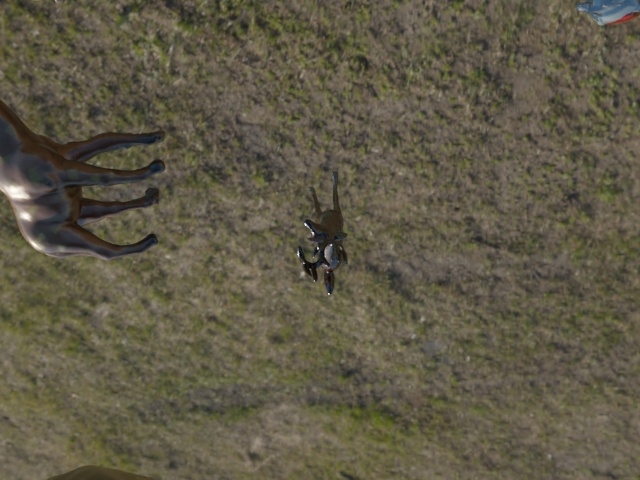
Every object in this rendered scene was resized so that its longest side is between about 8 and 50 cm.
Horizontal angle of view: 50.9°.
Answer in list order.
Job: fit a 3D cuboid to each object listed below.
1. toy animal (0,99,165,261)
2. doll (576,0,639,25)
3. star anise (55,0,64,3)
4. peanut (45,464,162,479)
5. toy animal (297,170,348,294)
[{"bbox_3d":[-0.248,-0.084,0.574,0.230,0.066,0.224,1,118,-19],"label":"toy animal"},{"bbox_3d":[0.488,-0.388,1.077,0.228,0.102,0.075,-18,117,-26],"label":"doll"},{"bbox_3d":[-0.091,-0.179,0.322,0.172,0.208,0.063,-22,132,1],"label":"star anise"},{"bbox_3d":[-0.071,0.232,0.421,0.325,0.140,0.153,6,139,16],"label":"peanut"},{"bbox_3d":[0.019,-0.004,1.282,0.087,0.259,0.243,-11,142,8],"label":"toy animal"}]
